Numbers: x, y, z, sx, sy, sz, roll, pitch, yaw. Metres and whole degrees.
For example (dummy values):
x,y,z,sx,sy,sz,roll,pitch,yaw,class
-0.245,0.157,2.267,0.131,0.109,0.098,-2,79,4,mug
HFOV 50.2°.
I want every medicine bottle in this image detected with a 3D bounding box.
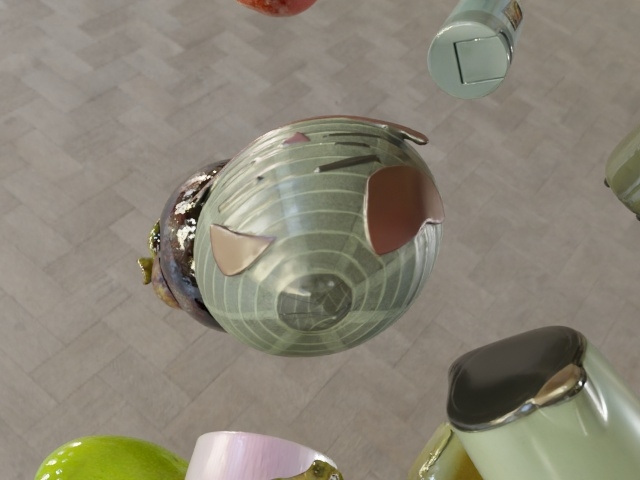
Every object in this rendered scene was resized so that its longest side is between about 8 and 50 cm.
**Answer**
x,y,z,sx,sy,sz,roll,pitch,yaw,class
-0.099,0.418,0.860,0.241,0.241,0.301,14,59,-5,medicine bottle

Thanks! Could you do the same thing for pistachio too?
x,y,z,sx,sy,sz,roll,pitch,yaw,class
-0.016,0.278,0.729,0.049,0.173,0.089,40,95,31,pistachio

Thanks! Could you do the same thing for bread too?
x,y,z,sx,sy,sz,roll,pitch,yaw,class
0.207,0.411,1.049,0.156,0.158,0.260,-1,75,-4,bread

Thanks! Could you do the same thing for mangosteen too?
x,y,z,sx,sy,sz,roll,pitch,yaw,class
-0.138,0.008,1.149,0.297,0.313,0.296,-1,92,-25,mangosteen

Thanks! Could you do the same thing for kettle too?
x,y,z,sx,sy,sz,roll,pitch,yaw,class
0.230,0.213,0.651,0.165,0.240,0.255,-41,97,-16,kettle

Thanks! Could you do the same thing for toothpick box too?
x,y,z,sx,sy,sz,roll,pitch,yaw,class
0.105,-0.133,0.454,0.052,0.052,0.083,25,41,5,toothpick box

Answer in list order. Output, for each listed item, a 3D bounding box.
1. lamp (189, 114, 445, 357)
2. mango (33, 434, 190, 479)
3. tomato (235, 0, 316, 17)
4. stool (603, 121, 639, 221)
x,y,z,sx,sy,sz,roll,pitch,yaw,class
0.000,0.000,0.666,0.265,0.233,0.233,-24,54,10,lamp
-0.299,0.404,1.077,0.293,0.143,0.175,25,76,-7,mango
-0.050,-0.325,0.798,0.159,0.139,0.091,8,41,-30,tomato
0.314,-0.073,0.603,0.096,0.110,0.096,13,54,-18,stool
